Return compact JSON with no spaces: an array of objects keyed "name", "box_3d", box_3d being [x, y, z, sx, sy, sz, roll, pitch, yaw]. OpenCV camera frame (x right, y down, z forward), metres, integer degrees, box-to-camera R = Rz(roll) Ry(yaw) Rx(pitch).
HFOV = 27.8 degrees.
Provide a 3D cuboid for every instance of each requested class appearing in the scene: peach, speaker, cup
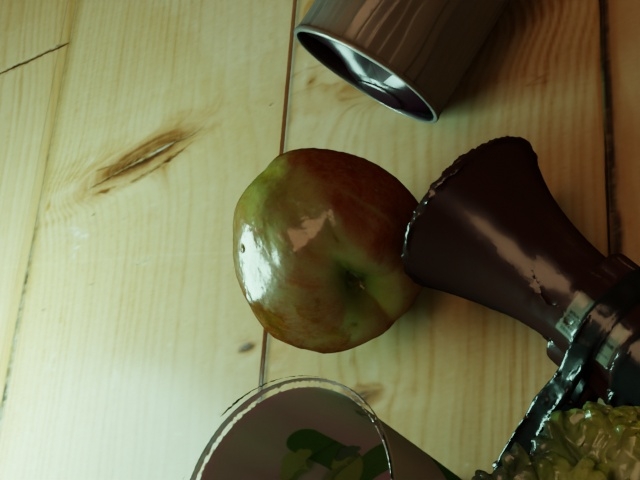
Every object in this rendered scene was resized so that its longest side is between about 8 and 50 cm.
[{"name":"peach","box_3d":[0.000,0.000,1.513,0.232,0.232,0.257,-51,35,6]},{"name":"speaker","box_3d":[0.219,0.087,1.306,0.259,0.198,0.329,-39,54,0]},{"name":"cup","box_3d":[0.123,-0.298,1.613,0.208,0.288,0.273,31,87,10]},{"name":"cup","box_3d":[0.039,0.291,1.274,0.253,0.274,0.253,-19,57,33]}]

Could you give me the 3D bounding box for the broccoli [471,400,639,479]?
[{"name":"broccoli","box_3d":[0.258,0.314,1.091,0.347,0.293,0.280,-31,30,-29]}]
